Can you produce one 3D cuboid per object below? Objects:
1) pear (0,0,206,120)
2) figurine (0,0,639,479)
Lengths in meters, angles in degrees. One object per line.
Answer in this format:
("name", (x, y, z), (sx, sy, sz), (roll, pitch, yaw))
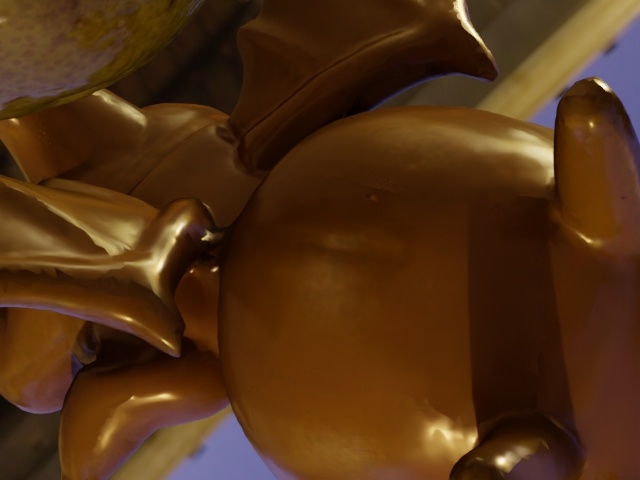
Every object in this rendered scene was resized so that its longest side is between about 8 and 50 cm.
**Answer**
("pear", (-0.119, -0.126, 0.574), (0.197, 0.197, 0.197), (-37, -154, 22))
("figurine", (-0.021, 0.022, 0.812), (0.387, 0.268, 0.401), (14, -155, 35))
